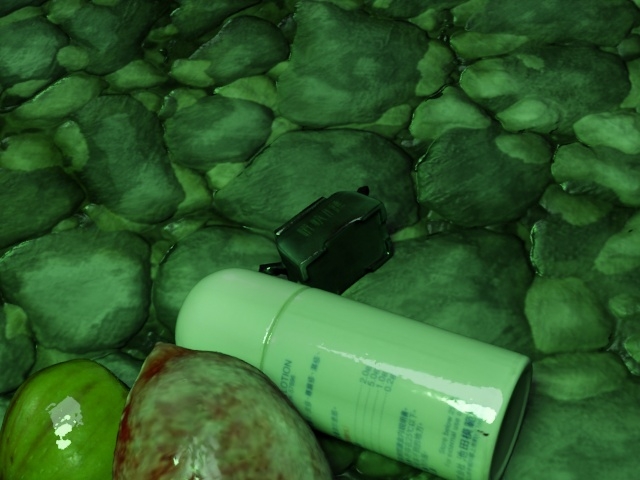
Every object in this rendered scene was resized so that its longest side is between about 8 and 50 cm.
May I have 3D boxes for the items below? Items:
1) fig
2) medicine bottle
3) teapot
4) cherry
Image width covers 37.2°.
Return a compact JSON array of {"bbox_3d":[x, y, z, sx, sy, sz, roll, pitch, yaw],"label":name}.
[{"bbox_3d":[-0.249,0.195,0.878,0.186,0.148,0.142,-30,92,-33],"label":"fig"},{"bbox_3d":[0.017,0.120,0.901,0.341,0.130,0.130,16,55,22],"label":"medicine bottle"},{"bbox_3d":[0.000,0.000,1.035,0.177,0.087,0.096,-39,50,-21],"label":"teapot"},{"bbox_3d":[-0.090,0.194,0.806,0.192,0.175,0.249,-9,61,-39],"label":"cherry"}]
